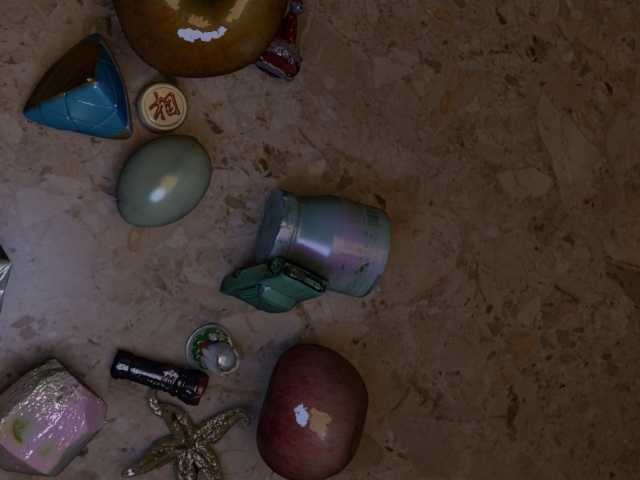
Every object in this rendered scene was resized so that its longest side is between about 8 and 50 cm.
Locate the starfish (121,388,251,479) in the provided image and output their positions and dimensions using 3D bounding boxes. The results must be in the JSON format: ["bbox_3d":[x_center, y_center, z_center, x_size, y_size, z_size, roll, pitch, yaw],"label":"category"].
[{"bbox_3d":[-0.324,0.526,1.895,0.327,0.094,0.375,-41,104,-15],"label":"starfish"}]

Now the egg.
[{"bbox_3d":[-0.362,-0.136,1.732,0.186,0.187,0.253,45,78,-24],"label":"egg"}]

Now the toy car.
[{"bbox_3d":[-0.116,0.118,1.816,0.142,0.321,0.097,28,65,-26],"label":"toy car"}]

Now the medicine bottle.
[{"bbox_3d":[0.000,0.000,1.900,0.290,0.245,0.244,14,91,-18],"label":"medicine bottle"}]

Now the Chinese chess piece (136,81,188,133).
[{"bbox_3d":[-0.375,-0.315,1.777,0.122,0.051,0.122,-4,99,-25],"label":"Chinese chess piece"}]

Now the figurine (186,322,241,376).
[{"bbox_3d":[-0.253,0.283,1.862,0.132,0.154,0.132,-4,98,-26],"label":"figurine"}]

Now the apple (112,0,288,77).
[{"bbox_3d":[-0.255,-0.555,1.644,0.401,0.334,0.399,-4,98,-27],"label":"apple"}]

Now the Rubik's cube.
[{"bbox_3d":[-0.527,-0.291,1.662,0.255,0.254,0.254,-4,99,-25],"label":"Rubik's cube"}]

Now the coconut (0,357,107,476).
[{"bbox_3d":[-0.621,0.400,1.658,0.245,0.233,0.233,-46,114,-18],"label":"coconut"}]

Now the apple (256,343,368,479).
[{"bbox_3d":[-0.012,0.443,1.906,0.270,0.345,0.344,17,89,-4],"label":"apple"}]

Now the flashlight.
[{"bbox_3d":[-0.392,0.328,1.823,0.232,0.093,0.092,23,87,-14],"label":"flashlight"}]

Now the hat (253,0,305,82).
[{"bbox_3d":[-0.097,-0.511,1.870,0.140,0.129,0.227,18,70,-5],"label":"hat"}]

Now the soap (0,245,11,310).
[{"bbox_3d":[-0.745,0.101,1.575,0.139,0.199,0.181,11,93,-29],"label":"soap"}]
